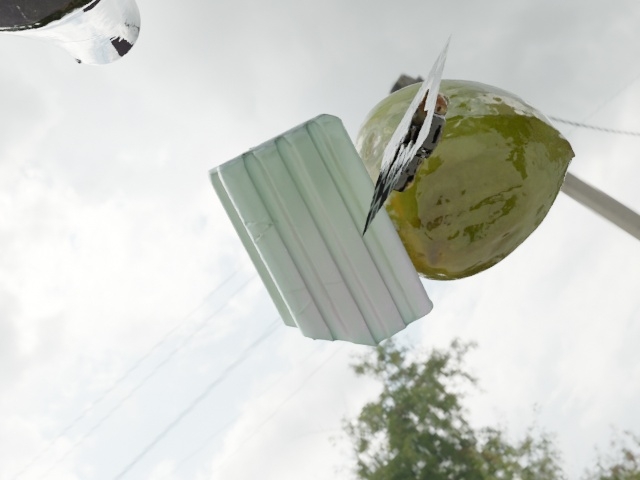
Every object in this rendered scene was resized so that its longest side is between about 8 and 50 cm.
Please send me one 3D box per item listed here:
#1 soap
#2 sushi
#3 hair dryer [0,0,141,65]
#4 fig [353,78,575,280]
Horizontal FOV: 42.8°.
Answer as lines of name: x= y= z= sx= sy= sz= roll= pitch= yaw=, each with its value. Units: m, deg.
soap: x=0.000 y=0.000 z=1.035 sx=0.172 sy=0.095 sz=0.290 roll=-30 pitch=-82 yaw=-17
sushi: x=0.099 y=-0.096 z=0.844 sx=0.201 sy=0.031 sz=0.139 roll=119 pitch=170 yaw=-57
hair dryer: x=-0.240 y=-0.237 z=0.428 sx=0.121 sy=0.361 sz=0.301 roll=-48 pitch=3 yaw=-3
fig: x=0.221 y=-0.107 z=1.311 sx=0.343 sy=0.343 sz=0.343 roll=-25 pitch=-43 yaw=-25
